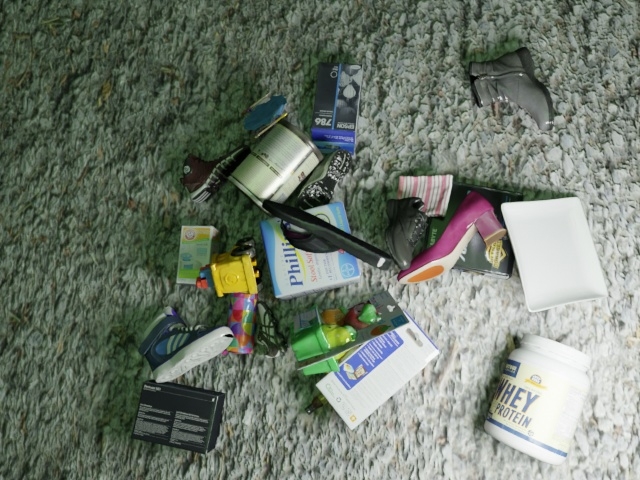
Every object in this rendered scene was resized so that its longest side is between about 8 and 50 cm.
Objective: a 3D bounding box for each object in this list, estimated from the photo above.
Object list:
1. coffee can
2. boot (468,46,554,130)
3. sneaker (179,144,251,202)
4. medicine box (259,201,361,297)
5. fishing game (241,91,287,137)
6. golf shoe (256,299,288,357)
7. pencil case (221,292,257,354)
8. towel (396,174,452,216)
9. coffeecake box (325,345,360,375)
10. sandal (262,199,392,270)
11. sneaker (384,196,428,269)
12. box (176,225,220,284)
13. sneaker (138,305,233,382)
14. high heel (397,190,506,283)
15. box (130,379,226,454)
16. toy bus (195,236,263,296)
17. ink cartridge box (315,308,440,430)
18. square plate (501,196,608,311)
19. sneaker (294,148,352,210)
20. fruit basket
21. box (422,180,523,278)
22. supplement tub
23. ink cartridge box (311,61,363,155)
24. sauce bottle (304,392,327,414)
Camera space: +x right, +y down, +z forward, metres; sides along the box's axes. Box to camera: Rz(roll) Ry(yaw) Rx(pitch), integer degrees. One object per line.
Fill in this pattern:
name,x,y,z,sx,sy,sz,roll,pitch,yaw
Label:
coffee can,-0.155,-0.248,1.762,0.201,0.201,0.275,41,86,11
boot,0.654,-0.498,1.786,0.222,0.118,0.339,-17,67,5
sneaker,-0.397,-0.282,1.845,0.281,0.106,0.162,-42,75,-2
medicine box,-0.032,0.040,1.724,0.289,0.149,0.264,-14,78,2
fishing game,-0.191,-0.449,1.822,0.189,0.041,0.264,-38,36,0
golf shoe,-0.184,0.301,1.728,0.093,0.077,0.198,-25,77,1
pencil case,-0.271,0.271,1.733,0.104,0.104,0.237,5,79,7
towel,0.344,-0.153,1.739,0.196,0.029,0.144,4,78,38
coffeecake box,0.118,0.434,1.676,0.185,0.068,0.142,44,85,11
sandal,0.001,0.001,1.577,0.445,0.167,0.107,27,100,10
sneaker,0.279,-0.036,1.641,0.130,0.109,0.287,-14,50,25
box,-0.422,0.055,1.783,0.114,0.103,0.203,2,80,6
sneaker,-0.456,0.297,1.699,0.322,0.130,0.236,-34,61,14
high heel,0.391,-0.005,1.659,0.377,0.127,0.181,-28,58,2
box,-0.465,0.575,1.692,0.261,0.103,0.185,9,83,8
toy bus,-0.303,0.094,1.688,0.211,0.220,0.150,-12,109,-2
ink cartridge box,0.179,0.402,1.610,0.371,0.069,0.176,-40,77,-3
square plate,0.740,0.037,1.639,0.346,0.049,0.345,-6,78,-23
sneaker,0.004,-0.202,1.793,0.100,0.108,0.272,42,82,-24
fruit basket,0.075,0.258,1.589,0.352,0.327,0.166,-29,102,2
box,0.508,-0.039,1.726,0.293,0.073,0.296,12,80,7
supplement tub,0.654,0.467,1.532,0.235,0.235,0.325,22,82,9
ink cartridge box,0.059,-0.478,1.856,0.165,0.065,0.333,5,81,6
sauce bottle,0.003,0.521,1.686,0.128,0.042,0.042,-40,78,0
